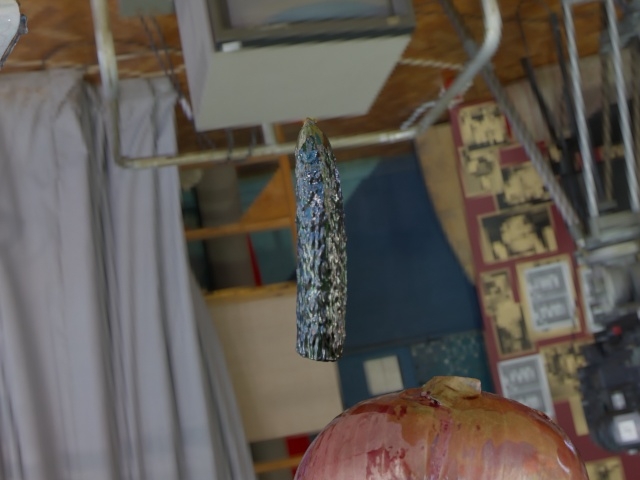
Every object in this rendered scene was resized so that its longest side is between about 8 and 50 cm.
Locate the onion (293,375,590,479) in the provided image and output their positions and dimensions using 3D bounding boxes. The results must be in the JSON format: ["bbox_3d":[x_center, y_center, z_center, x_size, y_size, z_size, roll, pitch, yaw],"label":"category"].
[{"bbox_3d":[0.147,0.303,1.204,0.354,0.353,0.353,-10,166,-3],"label":"onion"}]

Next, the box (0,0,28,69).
[{"bbox_3d":[-0.446,-0.167,0.940,0.190,0.112,0.370,-48,160,29],"label":"box"}]

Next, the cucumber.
[{"bbox_3d":[0.000,0.000,1.292,0.068,0.293,0.067,0,-168,0],"label":"cucumber"}]
